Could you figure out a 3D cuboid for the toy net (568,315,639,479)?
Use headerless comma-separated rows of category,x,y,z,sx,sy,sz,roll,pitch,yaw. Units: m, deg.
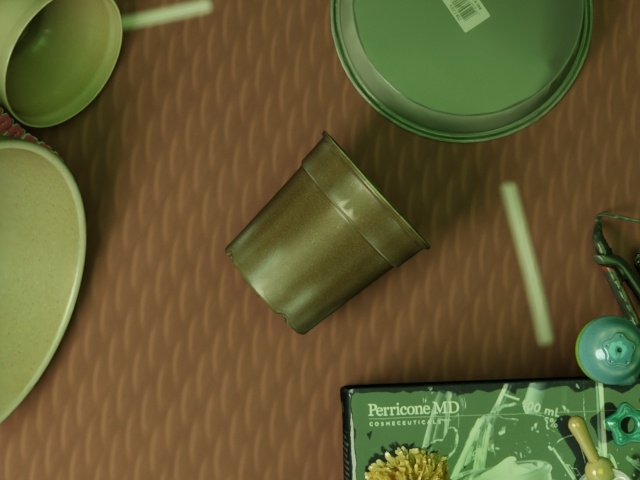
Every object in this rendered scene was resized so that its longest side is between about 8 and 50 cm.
toy net,0.292,0.192,1.478,0.122,0.045,0.232,14,85,-2

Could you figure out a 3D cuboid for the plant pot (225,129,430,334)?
plant pot,0.000,0.000,1.608,0.165,0.167,0.167,-42,88,5

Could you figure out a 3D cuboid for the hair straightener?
hair straightener,0.368,0.067,1.671,0.089,0.047,0.230,-26,83,-6

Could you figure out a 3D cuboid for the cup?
cup,-0.431,0.025,1.533,0.237,0.331,0.331,20,85,25

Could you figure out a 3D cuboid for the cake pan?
cake pan,0.158,-0.255,1.676,0.293,0.054,0.293,0,86,-2

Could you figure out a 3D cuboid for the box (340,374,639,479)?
box,0.196,0.298,1.576,0.343,0.179,0.312,-3,85,-2

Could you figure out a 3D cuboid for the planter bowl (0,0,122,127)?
planter bowl,-0.305,-0.215,1.619,0.109,0.162,0.162,33,85,27

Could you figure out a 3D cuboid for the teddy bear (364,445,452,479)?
teddy bear,0.113,0.358,1.425,0.245,0.113,0.338,-16,87,-1

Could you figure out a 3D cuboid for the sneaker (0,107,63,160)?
sneaker,-0.334,-0.087,1.648,0.170,0.075,0.063,46,67,-20
